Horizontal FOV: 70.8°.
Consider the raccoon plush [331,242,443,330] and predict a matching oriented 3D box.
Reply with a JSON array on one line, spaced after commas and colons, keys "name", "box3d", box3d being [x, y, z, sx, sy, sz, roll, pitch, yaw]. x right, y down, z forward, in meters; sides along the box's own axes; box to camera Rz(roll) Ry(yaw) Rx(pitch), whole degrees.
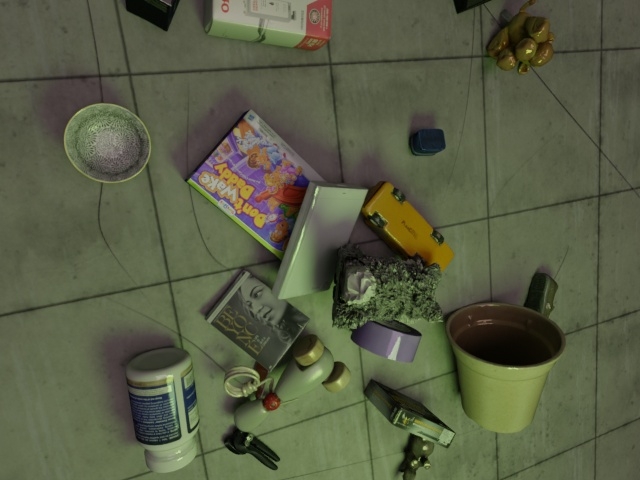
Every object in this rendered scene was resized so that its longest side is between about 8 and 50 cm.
[{"name": "raccoon plush", "box3d": [0.187, 0.141, 1.077, 0.300, 0.446, 0.215, 6, 97, -1]}]

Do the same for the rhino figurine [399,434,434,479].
[{"name": "rhino figurine", "box3d": [0.315, 0.697, 1.452, 0.073, 0.106, 0.243, 25, 90, 3]}]

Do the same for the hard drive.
[{"name": "hard drive", "box3d": [0.000, 0.000, 1.153, 0.203, 0.040, 0.307, -4, 121, -49]}]

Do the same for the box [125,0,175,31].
[{"name": "box", "box3d": [-0.315, -0.605, 0.942, 0.103, 0.184, 0.261, 22, 91, -25]}]

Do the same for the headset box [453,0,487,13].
[{"name": "headset box", "box3d": [0.539, -0.750, 1.232, 0.293, 0.218, 0.110, -28, 109, -15]}]

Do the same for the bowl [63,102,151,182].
[{"name": "bowl", "box3d": [-0.469, -0.214, 1.003, 0.170, 0.080, 0.169, -4, 101, -20]}]

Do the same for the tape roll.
[{"name": "tape roll", "box3d": [0.186, 0.272, 1.281, 0.189, 0.189, 0.080, 18, 91, -23]}]

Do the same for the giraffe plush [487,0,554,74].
[{"name": "giraffe plush", "box3d": [0.618, -0.579, 1.343, 0.171, 0.181, 0.210, 24, 55, -33]}]

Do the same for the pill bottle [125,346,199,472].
[{"name": "pill bottle", "box3d": [-0.380, 0.412, 1.104, 0.153, 0.153, 0.264, -8, 101, -20]}]

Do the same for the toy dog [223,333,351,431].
[{"name": "toy dog", "box3d": [-0.090, 0.370, 1.237, 0.334, 0.161, 0.220, -16, 108, -3]}]

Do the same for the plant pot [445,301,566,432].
[{"name": "plant pot", "box3d": [0.561, 0.409, 1.403, 0.334, 0.334, 0.305, -14, 114, -19]}]

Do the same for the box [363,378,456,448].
[{"name": "box", "box3d": [0.266, 0.521, 1.358, 0.231, 0.183, 0.056, 32, 88, -22]}]

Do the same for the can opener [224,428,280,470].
[{"name": "can opener", "box3d": [-0.182, 0.589, 1.272, 0.186, 0.073, 0.059, 40, 45, -25]}]

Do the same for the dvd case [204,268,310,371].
[{"name": "dvd case", "box3d": [-0.162, 0.202, 1.155, 0.221, 0.018, 0.164, 35, 78, 12]}]

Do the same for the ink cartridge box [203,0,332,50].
[{"name": "ink cartridge box", "box3d": [-0.122, -0.581, 1.056, 0.283, 0.117, 0.207, -1, 99, -21]}]

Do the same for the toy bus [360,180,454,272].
[{"name": "toy bus", "box3d": [0.240, -0.025, 1.284, 0.333, 0.130, 0.108, 42, 84, -22]}]

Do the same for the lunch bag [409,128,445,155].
[{"name": "lunch bag", "box3d": [0.311, -0.283, 1.305, 0.099, 0.065, 0.067, -3, 85, -20]}]

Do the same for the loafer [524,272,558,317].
[{"name": "loafer", "box3d": [0.764, 0.241, 1.552, 0.088, 0.094, 0.251, 16, 93, -19]}]

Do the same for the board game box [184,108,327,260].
[{"name": "board game box", "box3d": [-0.131, -0.124, 1.151, 0.347, 0.078, 0.233, 41, 83, -22]}]
